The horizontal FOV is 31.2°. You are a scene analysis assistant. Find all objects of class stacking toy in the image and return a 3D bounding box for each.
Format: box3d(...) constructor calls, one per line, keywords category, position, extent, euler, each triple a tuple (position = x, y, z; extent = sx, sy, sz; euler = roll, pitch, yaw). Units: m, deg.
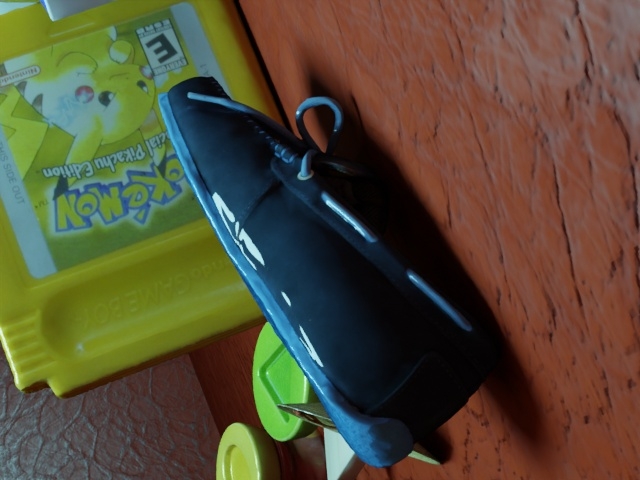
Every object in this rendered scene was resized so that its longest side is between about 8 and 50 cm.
box3d(category="stacking toy", position=(0.019, 0.237, 1.197), extent=(0.309, 0.130, 0.279), euler=(48, 130, 53))

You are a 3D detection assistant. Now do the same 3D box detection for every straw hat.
box3d(category="straw hat", position=(0.036, 0.125, 0.904), extent=(0.144, 0.144, 0.061), euler=(135, 156, -77))

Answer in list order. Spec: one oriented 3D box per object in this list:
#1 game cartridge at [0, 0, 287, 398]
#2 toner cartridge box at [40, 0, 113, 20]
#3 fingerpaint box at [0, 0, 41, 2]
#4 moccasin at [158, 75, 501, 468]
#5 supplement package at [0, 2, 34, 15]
box3d(category="game cartridge", position=(-0.163, -0.058, 0.961), extent=(0.052, 0.285, 0.323), euler=(113, 135, -73))
box3d(category="toner cartridge box", position=(-0.173, -0.347, 0.818), extent=(0.075, 0.165, 0.348), euler=(-127, 20, -47))
box3d(category="fingerpaint box", position=(-0.348, -0.398, 0.799), extent=(0.445, 0.163, 0.371), euler=(10, -95, -73))
box3d(category="moccasin", position=(0.000, 0.000, 0.768), extent=(0.342, 0.117, 0.137), euler=(55, 174, 34))
box3d(category="supplement package", position=(-0.285, -0.347, 1.223), extent=(0.263, 0.199, 0.198), euler=(-148, 40, -71))
